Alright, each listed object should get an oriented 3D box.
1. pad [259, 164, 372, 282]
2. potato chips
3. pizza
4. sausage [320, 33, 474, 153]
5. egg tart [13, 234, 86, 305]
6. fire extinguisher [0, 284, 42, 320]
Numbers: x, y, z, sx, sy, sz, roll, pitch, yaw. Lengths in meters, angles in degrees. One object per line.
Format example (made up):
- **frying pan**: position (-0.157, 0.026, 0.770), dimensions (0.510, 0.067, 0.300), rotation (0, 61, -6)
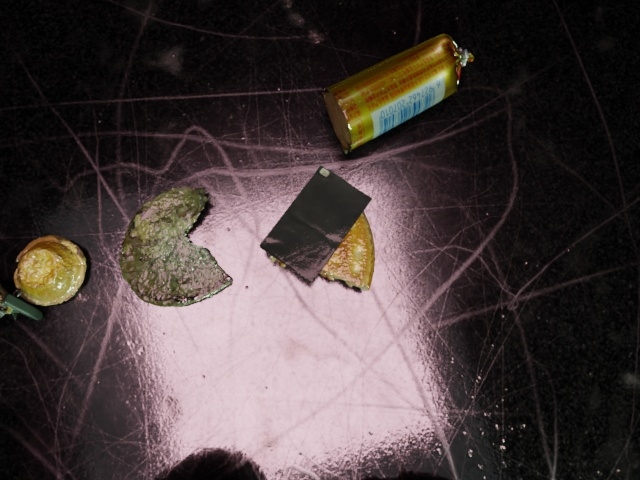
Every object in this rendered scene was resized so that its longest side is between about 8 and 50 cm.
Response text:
- **pad**: position (-0.007, -0.033, 0.793), dimensions (0.116, 0.004, 0.193), rotation (34, 76, 7)
- **potato chips**: position (-0.264, 0.010, 0.816), dimensions (0.201, 0.029, 0.220), rotation (-2, 82, 0)
- **pizza**: position (0.000, 0.000, 0.816), dimensions (0.193, 0.053, 0.201), rotation (-4, 75, -3)
- **sausage**: position (0.156, -0.294, 0.843), dimensions (0.317, 0.117, 0.125), rotation (-30, 98, -9)
- **egg tart**: position (-0.482, 0.051, 0.788), dimensions (0.128, 0.049, 0.129), rotation (0, 82, -3)
- **fire extinguisher**: position (-0.645, 0.102, 0.749), dimensions (0.311, 0.114, 0.095), rotation (1, 49, 1)
